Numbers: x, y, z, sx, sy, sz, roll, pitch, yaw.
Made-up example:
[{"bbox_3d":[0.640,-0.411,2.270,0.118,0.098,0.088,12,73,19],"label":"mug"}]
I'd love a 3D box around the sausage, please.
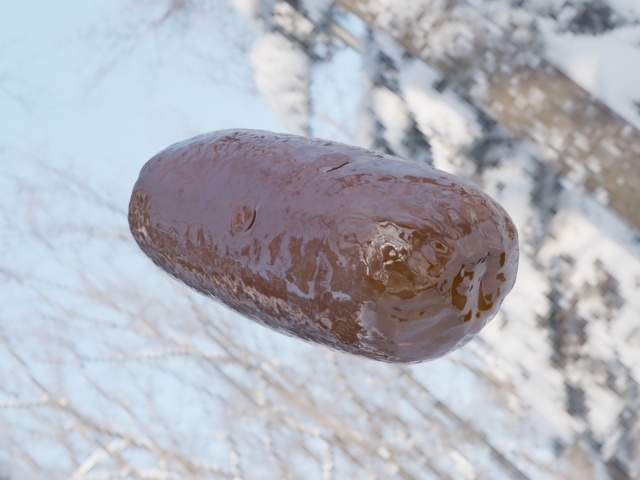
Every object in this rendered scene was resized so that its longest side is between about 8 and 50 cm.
[{"bbox_3d":[0.000,0.000,0.883,0.113,0.259,0.114,-8,-75,-33],"label":"sausage"}]
